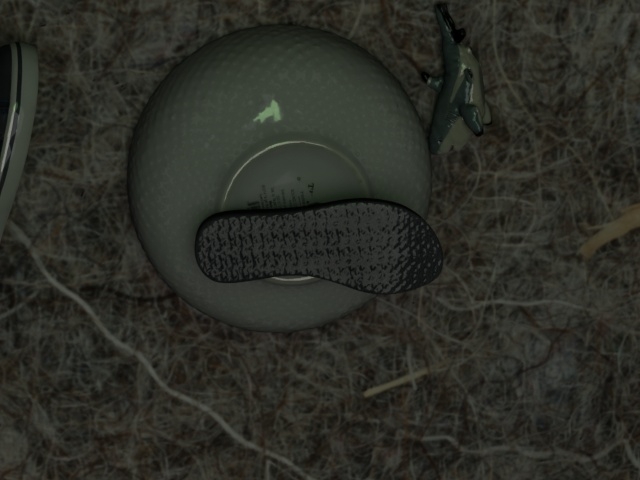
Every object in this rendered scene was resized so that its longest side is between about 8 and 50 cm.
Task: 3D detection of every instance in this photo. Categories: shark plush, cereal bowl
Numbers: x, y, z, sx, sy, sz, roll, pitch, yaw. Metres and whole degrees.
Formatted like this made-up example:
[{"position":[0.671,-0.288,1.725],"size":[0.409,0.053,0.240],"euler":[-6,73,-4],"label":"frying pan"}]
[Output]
[{"position":[0.140,-0.172,1.973],"size":[0.067,0.073,0.161],"euler":[-5,115,16],"label":"shark plush"},{"position":[-0.036,-0.050,1.940],"size":[0.339,0.141,0.339],"euler":[-4,110,-10],"label":"cereal bowl"}]

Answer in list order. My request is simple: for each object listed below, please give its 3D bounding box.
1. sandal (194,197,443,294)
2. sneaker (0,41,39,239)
[{"position":[0.000,-0.001,1.866],"size":[0.254,0.054,0.097],"euler":[4,101,-2],"label":"sandal"},{"position":[-0.382,-0.059,1.878],"size":[0.127,0.126,0.321],"euler":[12,108,-20],"label":"sneaker"}]
